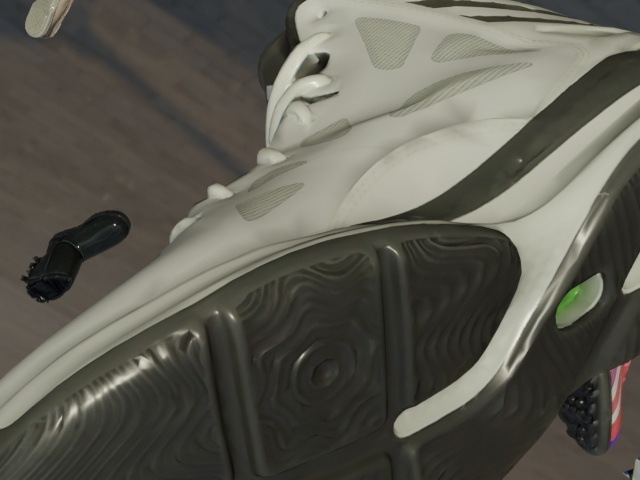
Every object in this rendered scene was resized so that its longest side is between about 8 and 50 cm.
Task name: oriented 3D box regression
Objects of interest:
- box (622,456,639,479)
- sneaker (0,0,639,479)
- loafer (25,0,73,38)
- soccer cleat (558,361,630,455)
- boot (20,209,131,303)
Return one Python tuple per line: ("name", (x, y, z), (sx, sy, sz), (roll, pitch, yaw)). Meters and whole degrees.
("box", (0.449, 0.290, 1.432), (0.178, 0.109, 0.042), (43, 140, 53))
("sneaker", (0.000, 0.001, 0.606), (0.257, 0.447, 0.169), (32, 138, 45))
("loafer", (-0.330, -0.312, 1.562), (0.045, 0.125, 0.039), (39, -165, 20))
("soccer cleat", (0.317, 0.082, 1.373), (0.116, 0.318, 0.108), (-10, -171, -21))
("boot", (-0.280, 0.019, 1.416), (0.121, 0.099, 0.045), (-19, 119, 22))
